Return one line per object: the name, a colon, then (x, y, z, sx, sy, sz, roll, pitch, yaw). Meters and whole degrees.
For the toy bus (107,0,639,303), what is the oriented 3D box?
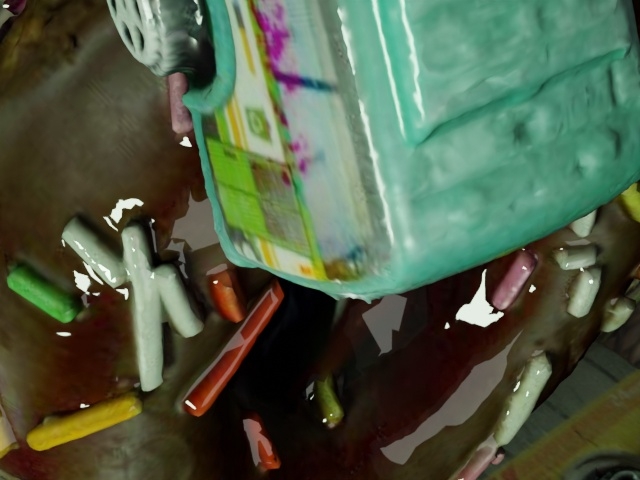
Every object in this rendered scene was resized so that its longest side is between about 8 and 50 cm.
toy bus: (-0.004, -0.114, 0.381, 0.091, 0.109, 0.261, -24, 114, -21)

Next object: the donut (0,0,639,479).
donut: (0.000, 0.000, 0.568, 0.270, 0.103, 0.269, -26, 141, -23)

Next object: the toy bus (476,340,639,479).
toy bus: (0.045, 0.125, 0.698, 0.268, 0.106, 0.092, -27, 147, -44)
